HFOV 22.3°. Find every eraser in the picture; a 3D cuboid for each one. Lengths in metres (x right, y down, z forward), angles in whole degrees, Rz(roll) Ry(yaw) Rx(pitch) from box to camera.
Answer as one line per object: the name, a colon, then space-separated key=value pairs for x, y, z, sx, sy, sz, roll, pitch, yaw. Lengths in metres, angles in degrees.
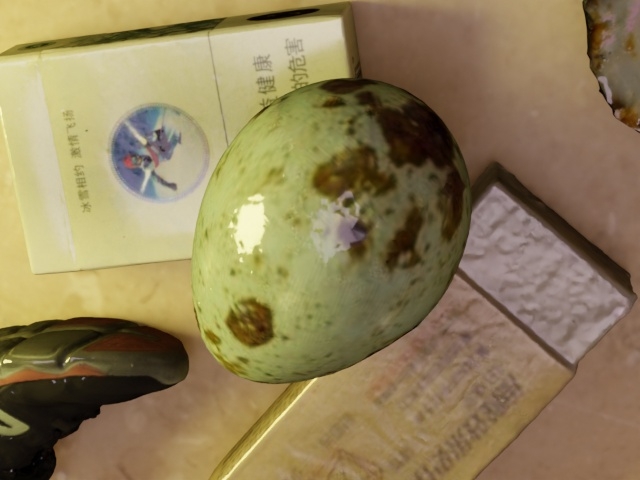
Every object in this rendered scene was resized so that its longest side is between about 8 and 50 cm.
eraser: x=0.067 y=0.114 z=1.195 sx=0.144 sy=0.078 sz=0.343 roll=40 pitch=106 yaw=-5

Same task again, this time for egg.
egg: x=0.000 y=0.000 z=1.053 sx=0.169 sy=0.169 sz=0.231 roll=36 pitch=118 yaw=-3

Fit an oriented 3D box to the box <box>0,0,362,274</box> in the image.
box: x=-0.094 y=-0.072 z=1.167 sx=0.256 sy=0.069 sz=0.164 roll=-6 pitch=105 yaw=9

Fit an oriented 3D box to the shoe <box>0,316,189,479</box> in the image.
shoe: x=-0.237 y=0.138 z=1.224 sx=0.291 sy=0.114 sz=0.137 roll=-12 pitch=99 yaw=14

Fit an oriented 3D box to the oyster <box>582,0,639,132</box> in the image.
oyster: x=0.296 y=-0.142 z=1.066 sx=0.259 sy=0.092 sz=0.198 roll=21 pitch=122 yaw=-5
